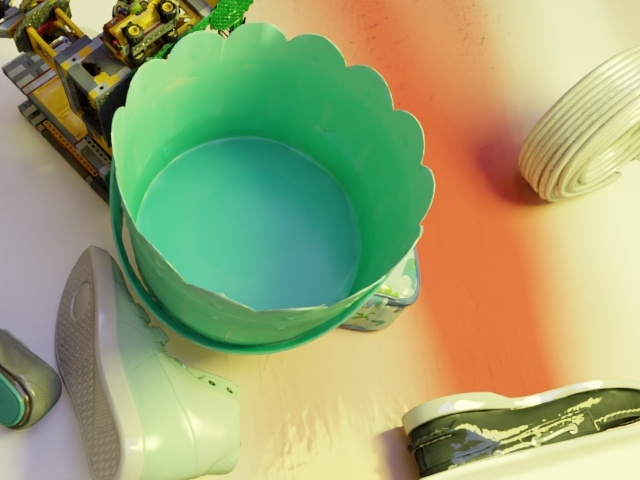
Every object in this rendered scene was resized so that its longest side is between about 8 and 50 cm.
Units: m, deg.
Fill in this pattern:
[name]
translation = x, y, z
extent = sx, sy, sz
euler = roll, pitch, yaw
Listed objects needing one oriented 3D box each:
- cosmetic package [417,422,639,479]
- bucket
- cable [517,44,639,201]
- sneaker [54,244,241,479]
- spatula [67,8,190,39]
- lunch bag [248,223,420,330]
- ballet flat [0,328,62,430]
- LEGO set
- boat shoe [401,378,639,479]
[cosmetic package]
translation = 0.198, 0.384, 0.629
extent = 0.327, 0.329, 0.394
euler = -5, 62, -27
[bucket]
translation = -0.054, -0.035, 0.755
extent = 0.281, 0.183, 0.281
euler = 4, 67, -10
[cable]
translation = 0.385, -0.157, 1.102
extent = 0.257, 0.257, 0.089
euler = -22, 66, -33
[sneaker]
translation = -0.161, 0.121, 0.789
extent = 0.151, 0.094, 0.256
euler = 13, 41, -41
[spatula]
translation = -0.182, -0.194, 1.010
extent = 0.168, 0.019, 0.242
euler = -28, 74, -36
[lunch bag]
translation = 0.000, 0.000, 0.931
extent = 0.219, 0.090, 0.176
euler = 13, 53, -19
[ballet flat]
translation = -0.325, 0.086, 0.748
extent = 0.213, 0.072, 0.068
euler = 42, 25, 3
[LEGO set]
translation = -0.207, -0.199, 0.830
extent = 0.255, 0.331, 0.192
euler = -43, 82, -11
[boat shoe]
translation = 0.237, 0.215, 0.898
extent = 0.302, 0.114, 0.091
euler = -5, 61, -14
